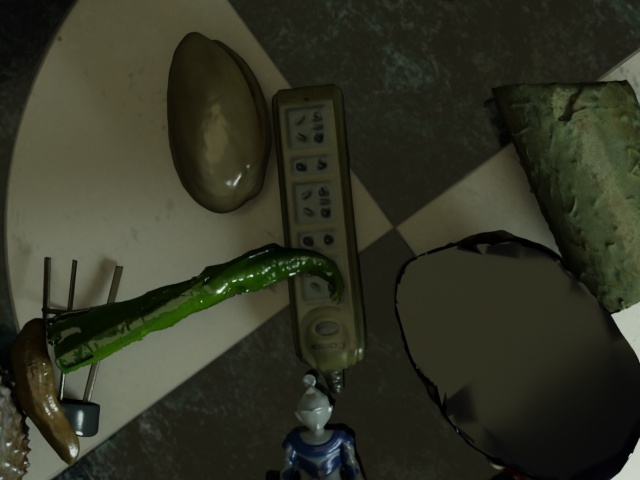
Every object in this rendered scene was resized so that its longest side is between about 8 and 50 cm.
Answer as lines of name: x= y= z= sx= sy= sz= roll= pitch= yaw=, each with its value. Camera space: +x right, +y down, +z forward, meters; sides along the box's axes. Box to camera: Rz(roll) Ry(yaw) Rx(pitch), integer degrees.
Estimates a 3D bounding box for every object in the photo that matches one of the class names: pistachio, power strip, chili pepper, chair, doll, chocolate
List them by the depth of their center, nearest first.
chocolate: x=0.226 y=0.135 z=1.745 sx=0.225 sy=0.210 sz=0.340 roll=-43 pitch=92 yaw=-2
chili pepper: x=-0.149 y=0.075 z=1.753 sx=0.359 sy=0.076 sz=0.085 roll=-16 pitch=52 yaw=-5
pistachio: x=-0.128 y=-0.146 z=1.810 sx=0.135 sy=0.136 sz=0.226 roll=-11 pitch=83 yaw=3
power strip: x=0.000 y=0.000 z=1.828 sx=0.092 sy=0.066 sz=0.388 roll=-6 pitch=89 yaw=5
doll: x=0.001 y=0.278 z=1.830 sx=0.114 sy=0.057 sz=0.227 roll=-1 pitch=98 yaw=9
chair: x=-0.316 y=0.131 z=1.832 sx=0.095 sy=0.104 sz=0.222 roll=1 pitch=84 yaw=31

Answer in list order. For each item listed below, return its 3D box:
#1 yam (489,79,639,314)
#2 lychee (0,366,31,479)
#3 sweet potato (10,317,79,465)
yam: x=0.334 y=-0.073 z=1.764 sx=0.168 sy=0.168 sz=0.304 roll=-23 pitch=89 yaw=2
lychee: x=-0.484 y=0.259 z=1.746 sx=0.300 sy=0.300 sz=0.300 roll=0 pitch=89 yaw=3
sweet potato: x=-0.333 y=0.184 z=1.749 sx=0.053 sy=0.054 sz=0.182 roll=-18 pitch=86 yaw=0
